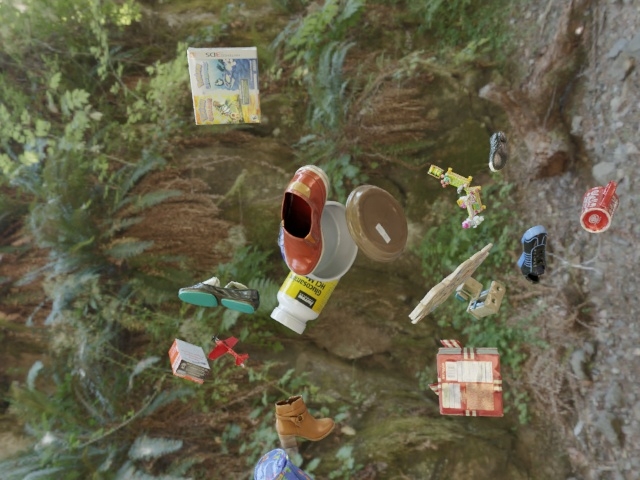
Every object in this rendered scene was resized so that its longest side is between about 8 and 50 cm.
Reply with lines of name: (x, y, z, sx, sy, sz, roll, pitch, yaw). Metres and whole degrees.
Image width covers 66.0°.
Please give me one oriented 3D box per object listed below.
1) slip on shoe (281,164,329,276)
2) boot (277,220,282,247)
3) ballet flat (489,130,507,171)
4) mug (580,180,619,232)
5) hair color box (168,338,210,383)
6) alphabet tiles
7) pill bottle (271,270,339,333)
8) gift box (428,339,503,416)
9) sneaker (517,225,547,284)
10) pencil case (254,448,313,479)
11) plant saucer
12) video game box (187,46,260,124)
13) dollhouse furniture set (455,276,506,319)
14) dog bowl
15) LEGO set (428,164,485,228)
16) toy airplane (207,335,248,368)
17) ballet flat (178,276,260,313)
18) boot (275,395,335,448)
slip on shoe: (-0.051, -0.028, 1.201, 0.101, 0.123, 0.331, -49, -22, -40)
boot: (-0.067, -0.049, 2.064, 0.076, 0.209, 0.189, 64, 149, 29)
ballet flat: (0.551, -0.272, 1.539, 0.049, 0.057, 0.173, -44, 19, 52)
mug: (0.939, -0.117, 1.669, 0.169, 0.113, 0.150, -40, -57, -47)
hair color box: (-0.395, 0.359, 1.475, 0.053, 0.093, 0.167, -64, 23, -2)
alphabet tiles: (0.358, 0.120, 1.362, 0.021, 0.284, 0.278, 46, 139, 20)
pill bottle: (-0.052, 0.193, 1.965, 0.333, 0.188, 0.188, -60, -3, -10)
gift box: (0.544, 0.514, 1.867, 0.258, 0.277, 0.255, 23, -111, -71)
sneaker: (0.697, 0.050, 1.588, 0.232, 0.081, 0.090, 72, -177, -51)
pencil case: (-0.061, 0.763, 1.492, 0.306, 0.133, 0.119, 50, -158, -18)
plant saucer: (0.199, -0.062, 1.652, 0.041, 0.278, 0.277, -25, 55, 47)
video game box: (-0.265, -0.432, 1.380, 0.048, 0.187, 0.205, -102, 10, -61)
dollhouse furniture set: (0.645, 0.216, 2.058, 0.129, 0.184, 0.129, -59, 6, -27)
dog bowl: (0.000, 0.000, 1.633, 0.104, 0.265, 0.264, 9, 97, 49)
LEGO set: (0.510, -0.167, 1.829, 0.132, 0.287, 0.107, -31, 10, 48)
toy airplane: (-0.302, 0.368, 1.637, 0.028, 0.151, 0.151, -55, 18, 27)
ballet flat: (-0.341, 0.185, 1.699, 0.095, 0.281, 0.096, 96, -174, -49)
boot: (-0.049, 0.567, 1.585, 0.073, 0.197, 0.152, 8, 109, 63)
